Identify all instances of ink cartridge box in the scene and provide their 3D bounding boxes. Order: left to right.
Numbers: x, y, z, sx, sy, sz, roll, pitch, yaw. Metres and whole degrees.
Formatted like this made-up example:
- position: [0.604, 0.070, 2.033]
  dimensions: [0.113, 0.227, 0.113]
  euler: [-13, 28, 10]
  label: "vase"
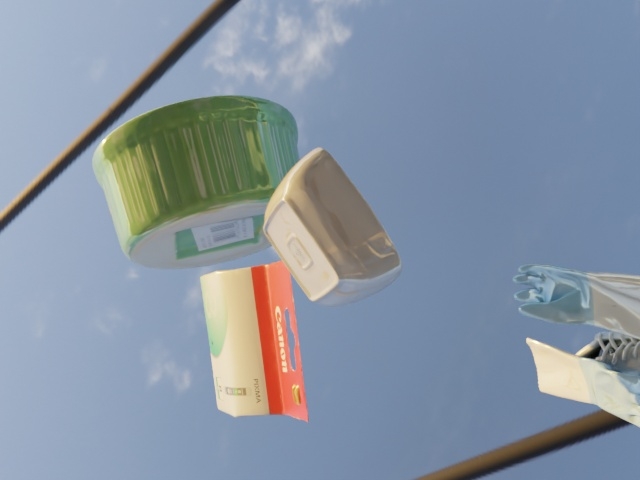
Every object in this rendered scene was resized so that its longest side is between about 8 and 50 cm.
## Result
- position: [-0.086, 0.121, 0.838]
  dimensions: [0.056, 0.225, 0.180]
  euler: [-6, -94, -21]
  label: "ink cartridge box"

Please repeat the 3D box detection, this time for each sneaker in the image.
- position: [0.385, 0.143, 0.855]
  dimensions: [0.091, 0.258, 0.094]
  euler: [13, -122, -3]
  label: "sneaker"

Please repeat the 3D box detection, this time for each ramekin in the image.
- position: [-0.162, -0.069, 1.018]
  dimensions: [0.304, 0.303, 0.148]
  euler: [-19, -106, 10]
  label: "ramekin"

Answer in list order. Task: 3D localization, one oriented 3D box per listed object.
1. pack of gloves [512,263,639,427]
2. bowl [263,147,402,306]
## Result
- position: [0.311, 0.129, 0.841]
  dimensions: [0.046, 0.232, 0.195]
  euler: [-20, -79, -23]
  label: "pack of gloves"
- position: [0.000, 0.000, 0.652]
  dimensions: [0.053, 0.142, 0.142]
  euler: [-33, -94, -24]
  label: "bowl"
